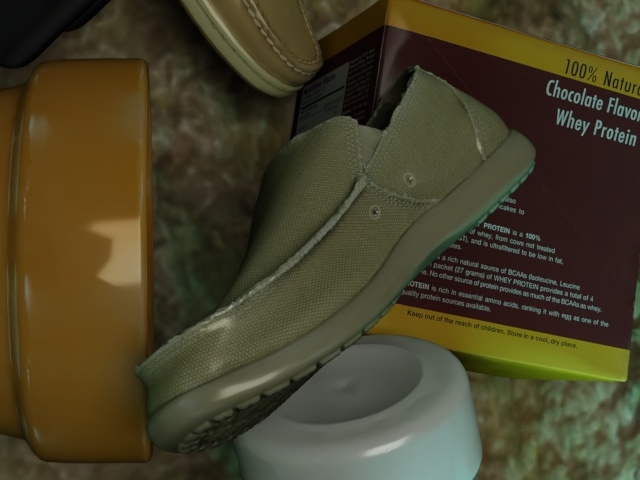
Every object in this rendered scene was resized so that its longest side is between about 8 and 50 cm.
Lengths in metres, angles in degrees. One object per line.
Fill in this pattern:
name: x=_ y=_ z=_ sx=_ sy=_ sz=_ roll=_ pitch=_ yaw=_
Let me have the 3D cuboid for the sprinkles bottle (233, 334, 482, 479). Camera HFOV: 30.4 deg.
sprinkles bottle: x=0.049 y=0.231 z=0.637 sx=0.121 sy=0.121 sz=0.355 roll=-22 pitch=112 yaw=-23

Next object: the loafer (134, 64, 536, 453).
loafer: x=0.000 y=0.000 z=0.562 sx=0.092 sy=0.102 sz=0.268 roll=48 pitch=48 yaw=3

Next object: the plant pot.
plant pot: x=-0.180 y=0.011 z=0.593 sx=0.188 sy=0.205 sz=0.205 roll=-1 pitch=84 yaw=-7

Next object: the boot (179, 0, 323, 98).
boot: x=-0.005 y=-0.234 z=0.680 sx=0.262 sy=0.203 sz=0.095 roll=69 pitch=23 yaw=1

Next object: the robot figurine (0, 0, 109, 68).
robot figurine: x=-0.212 y=-0.226 z=0.608 sx=0.173 sy=0.209 sz=0.278 roll=-42 pitch=102 yaw=-4

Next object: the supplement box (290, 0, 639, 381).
supplement box: x=0.086 y=-0.023 z=0.732 sx=0.191 sy=0.129 sz=0.194 roll=12 pitch=80 yaw=-21
